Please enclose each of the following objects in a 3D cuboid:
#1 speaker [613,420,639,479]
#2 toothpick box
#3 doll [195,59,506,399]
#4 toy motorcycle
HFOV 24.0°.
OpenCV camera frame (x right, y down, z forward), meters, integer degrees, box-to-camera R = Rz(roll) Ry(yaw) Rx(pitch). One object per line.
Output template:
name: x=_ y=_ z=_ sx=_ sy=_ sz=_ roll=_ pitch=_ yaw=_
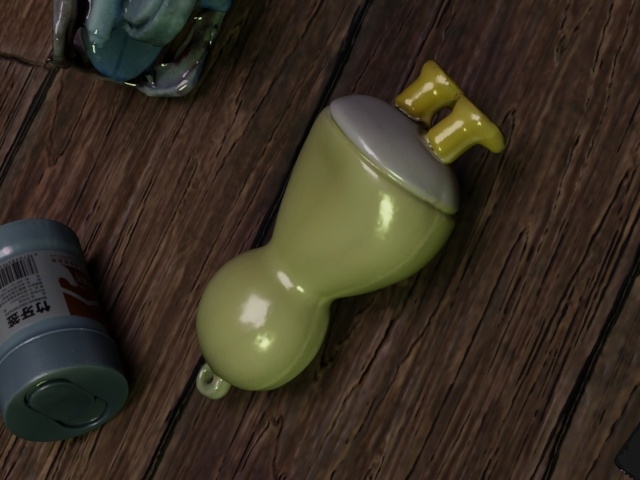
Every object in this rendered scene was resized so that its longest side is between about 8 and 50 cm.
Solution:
speaker: x=0.262 y=0.063 z=0.894 sx=0.044 sy=0.082 sz=0.218 roll=34 pitch=90 yaw=39
toothpick box: x=-0.220 y=0.070 z=1.199 sx=0.101 sy=0.101 sz=0.153 roll=-36 pitch=54 yaw=15
doll: x=0.008 y=0.003 z=1.082 sx=0.296 sy=0.117 sz=0.141 roll=-53 pitch=47 yaw=20
toy motorcycle: x=-0.164 y=-0.288 z=1.273 sx=0.241 sy=0.182 sz=0.319 roll=-7 pitch=67 yaw=31
